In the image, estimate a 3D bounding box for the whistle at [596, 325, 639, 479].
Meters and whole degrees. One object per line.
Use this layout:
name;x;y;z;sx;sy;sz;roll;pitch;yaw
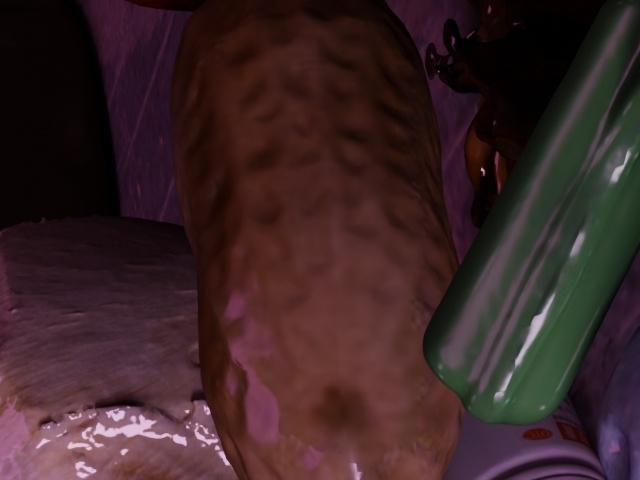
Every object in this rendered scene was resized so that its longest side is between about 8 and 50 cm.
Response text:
whistle;0.128;-0.020;0.418;0.180;0.093;0.269;-76;-1;-53

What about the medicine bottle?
medicine bottle;0.067;0.080;0.677;0.089;0.057;0.057;-111;25;-44

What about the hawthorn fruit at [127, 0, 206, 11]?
hawthorn fruit;-0.050;-0.188;0.769;0.261;0.224;0.224;77;176;-51

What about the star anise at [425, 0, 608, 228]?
star anise;0.069;-0.084;0.597;0.234;0.073;0.177;82;179;-49

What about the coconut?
coconut;-0.084;0.094;0.876;0.230;0.227;0.227;-58;35;27

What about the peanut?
peanut;0.000;0.000;0.683;0.108;0.095;0.226;90;173;-54

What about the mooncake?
mooncake;-0.289;-0.015;1.511;0.378;0.201;0.378;176;90;-72

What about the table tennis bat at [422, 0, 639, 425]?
table tennis bat;0.092;-0.069;0.470;0.160;0.039;0.257;-78;13;-73
